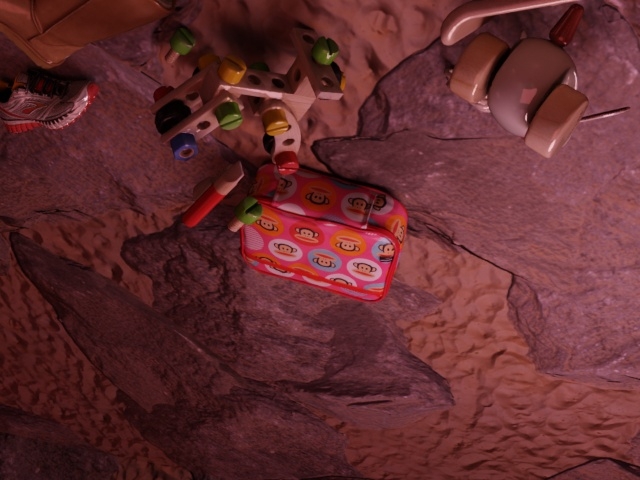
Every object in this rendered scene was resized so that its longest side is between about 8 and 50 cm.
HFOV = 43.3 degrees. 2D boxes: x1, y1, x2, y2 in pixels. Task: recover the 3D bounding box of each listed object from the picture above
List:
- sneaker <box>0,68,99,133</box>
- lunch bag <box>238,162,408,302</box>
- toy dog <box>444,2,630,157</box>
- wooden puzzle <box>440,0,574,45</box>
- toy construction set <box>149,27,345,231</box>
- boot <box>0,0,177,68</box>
[{"bbox_3d":[-0.476,-0.242,1.371,0.225,0.088,0.093,-5,135,26],"label":"sneaker"},{"bbox_3d":[0.000,0.000,1.460,0.293,0.120,0.258,16,145,5],"label":"lunch bag"},{"bbox_3d":[0.287,-0.205,1.026,0.220,0.334,0.161,36,104,-1],"label":"toy dog"},{"bbox_3d":[0.319,-0.303,0.845,0.347,0.322,0.080,-8,108,27],"label":"wooden puzzle"},{"bbox_3d":[-0.090,-0.184,1.145,0.257,0.309,0.237,28,136,-25],"label":"toy construction set"},{"bbox_3d":[-0.382,-0.380,1.181,0.269,0.089,0.236,-15,141,34],"label":"boot"}]
